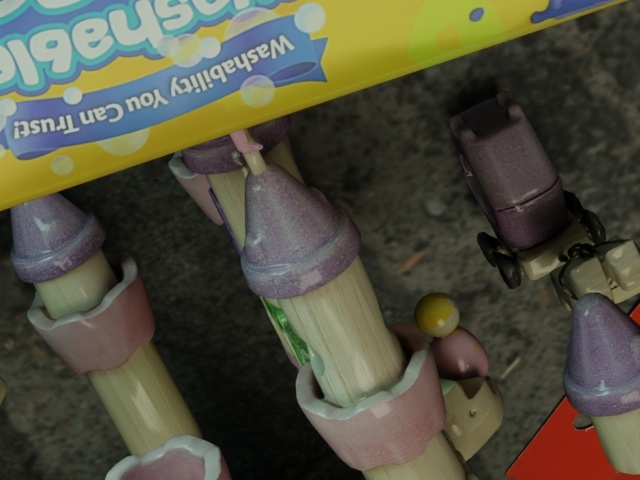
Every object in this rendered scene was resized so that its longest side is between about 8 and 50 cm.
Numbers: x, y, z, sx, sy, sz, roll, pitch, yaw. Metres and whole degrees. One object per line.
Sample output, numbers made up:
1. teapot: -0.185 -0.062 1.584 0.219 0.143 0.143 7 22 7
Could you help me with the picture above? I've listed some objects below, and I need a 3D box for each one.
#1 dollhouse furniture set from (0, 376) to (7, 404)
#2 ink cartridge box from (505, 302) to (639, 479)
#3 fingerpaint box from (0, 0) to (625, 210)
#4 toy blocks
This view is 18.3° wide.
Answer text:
1. dollhouse furniture set: -0.242 0.102 0.907 0.201 0.374 0.152 -30 155 -51
2. ink cartridge box: 0.272 0.137 1.346 0.232 0.066 0.189 12 125 -32
3. fingerpaint box: -0.052 -0.239 0.759 0.445 0.163 0.371 -18 114 -2
4. toy blocks: 0.000 0.000 0.986 0.309 0.288 0.260 -27 117 -4
